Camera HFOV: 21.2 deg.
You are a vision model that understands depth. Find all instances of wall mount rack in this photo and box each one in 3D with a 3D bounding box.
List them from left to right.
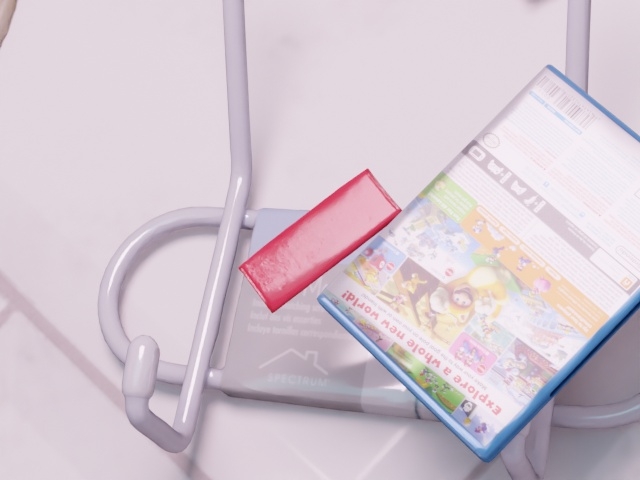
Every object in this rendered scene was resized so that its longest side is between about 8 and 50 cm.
[{"bbox_3d":[0.033,-0.026,0.929,0.350,0.130,0.304,4,68,17],"label":"wall mount rack"}]

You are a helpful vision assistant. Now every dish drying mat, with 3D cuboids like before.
[{"bbox_3d":[0.000,0.000,0.861,0.083,0.008,0.032,-37,66,-1],"label":"dish drying mat"}]

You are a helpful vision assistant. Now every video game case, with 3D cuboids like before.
[{"bbox_3d":[0.096,0.008,0.828,0.166,0.015,0.119,-45,66,-4],"label":"video game case"}]

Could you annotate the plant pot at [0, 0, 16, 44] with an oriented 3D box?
[{"bbox_3d":[-0.396,-0.229,1.042,0.333,0.305,0.334,-6,65,14],"label":"plant pot"}]
